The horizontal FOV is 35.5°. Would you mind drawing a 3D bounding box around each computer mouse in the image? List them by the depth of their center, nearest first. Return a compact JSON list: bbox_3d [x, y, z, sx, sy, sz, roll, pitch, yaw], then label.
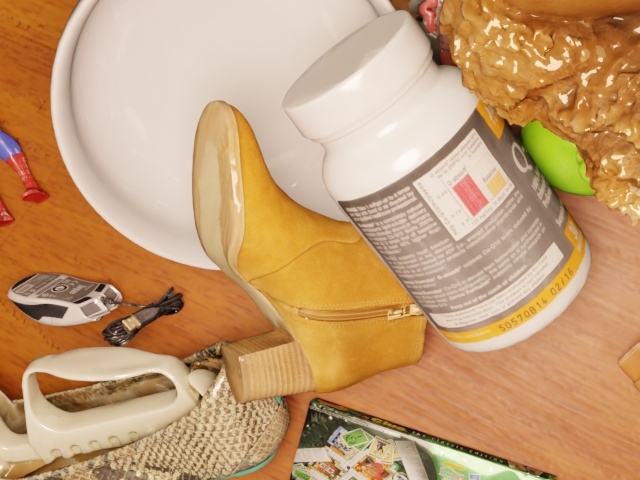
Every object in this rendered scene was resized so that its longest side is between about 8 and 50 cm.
[{"bbox_3d":[-0.253,0.074,1.087,0.193,0.106,0.042,9,117,26],"label":"computer mouse"}]

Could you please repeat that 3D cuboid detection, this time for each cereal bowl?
[{"bbox_3d":[-0.082,-0.148,0.960,0.339,0.141,0.339,-5,121,-8],"label":"cereal bowl"}]

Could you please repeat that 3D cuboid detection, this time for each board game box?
[{"bbox_3d":[0.096,0.264,1.022,0.259,0.030,0.136,17,94,14],"label":"board game box"}]

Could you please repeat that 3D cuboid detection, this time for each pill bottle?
[{"bbox_3d":[0.101,-0.049,0.868,0.162,0.162,0.278,-34,111,13],"label":"pill bottle"}]

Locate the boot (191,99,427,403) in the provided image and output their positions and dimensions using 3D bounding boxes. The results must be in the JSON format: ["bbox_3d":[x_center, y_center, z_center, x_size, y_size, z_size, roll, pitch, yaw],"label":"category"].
[{"bbox_3d":[0.001,0.001,0.937,0.211,0.104,0.295,-14,108,-25],"label":"boot"}]

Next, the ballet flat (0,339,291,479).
[{"bbox_3d":[-0.275,0.196,1.040,0.482,0.164,0.182,-17,125,13],"label":"ballet flat"}]

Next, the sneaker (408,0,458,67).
[{"bbox_3d":[0.171,-0.284,0.949,0.135,0.097,0.276,19,95,16],"label":"sneaker"}]

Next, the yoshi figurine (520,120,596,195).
[{"bbox_3d":[0.299,-0.033,0.867,0.203,0.203,0.362,-9,55,-23],"label":"yoshi figurine"}]

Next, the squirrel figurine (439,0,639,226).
[{"bbox_3d":[0.290,-0.207,0.696,0.370,0.281,0.397,18,120,4],"label":"squirrel figurine"}]

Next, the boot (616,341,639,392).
[{"bbox_3d":[0.340,0.166,0.940,0.152,0.073,0.197,39,102,19],"label":"boot"}]

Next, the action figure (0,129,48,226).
[{"bbox_3d":[-0.418,-0.154,1.095,0.091,0.139,0.280,-32,81,12],"label":"action figure"}]
